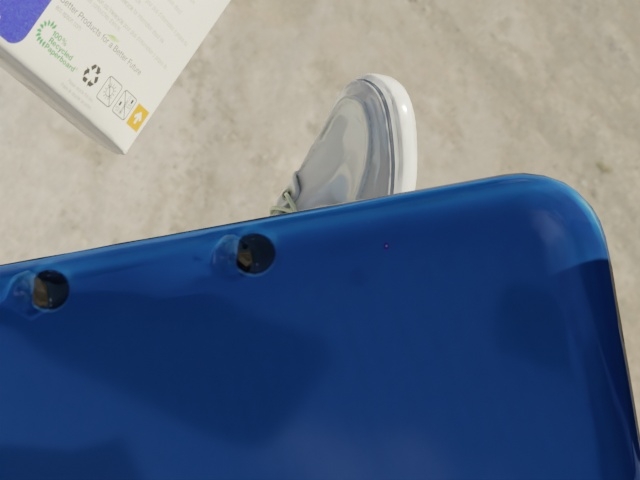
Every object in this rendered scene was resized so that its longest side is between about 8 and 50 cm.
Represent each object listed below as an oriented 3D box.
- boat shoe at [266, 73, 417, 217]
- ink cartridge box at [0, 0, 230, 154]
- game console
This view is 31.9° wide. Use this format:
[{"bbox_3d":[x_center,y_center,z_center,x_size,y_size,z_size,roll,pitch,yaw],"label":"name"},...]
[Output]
[{"bbox_3d":[0.000,0.000,0.741,0.076,0.226,0.083,-4,25,-40],"label":"boat shoe"},{"bbox_3d":[-0.133,-0.248,0.715,0.072,0.307,0.303,27,-8,29],"label":"ink cartridge box"},{"bbox_3d":[-0.030,0.130,0.417,0.293,0.250,0.173,-9,61,6],"label":"game console"}]
